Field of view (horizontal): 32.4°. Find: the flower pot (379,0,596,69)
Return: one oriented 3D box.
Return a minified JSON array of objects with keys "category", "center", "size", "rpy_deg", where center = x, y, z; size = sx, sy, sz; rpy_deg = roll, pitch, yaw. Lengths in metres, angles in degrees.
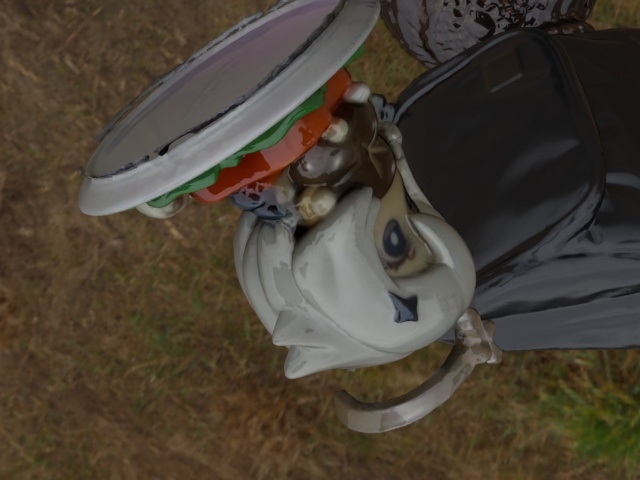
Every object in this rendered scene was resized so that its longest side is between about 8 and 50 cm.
[{"category":"flower pot","center":[0.217,-0.244,1.258],"size":[0.267,0.267,0.267],"rpy_deg":[-34,69,38]}]

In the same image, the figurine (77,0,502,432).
[{"category":"figurine","center":[0.000,0.000,0.414],"size":[0.132,0.132,0.153],"rpy_deg":[-20,116,34]}]

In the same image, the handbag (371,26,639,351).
[{"category":"handbag","center":[0.199,-0.063,0.963],"size":[0.275,0.301,0.178],"rpy_deg":[1,142,-9]}]
